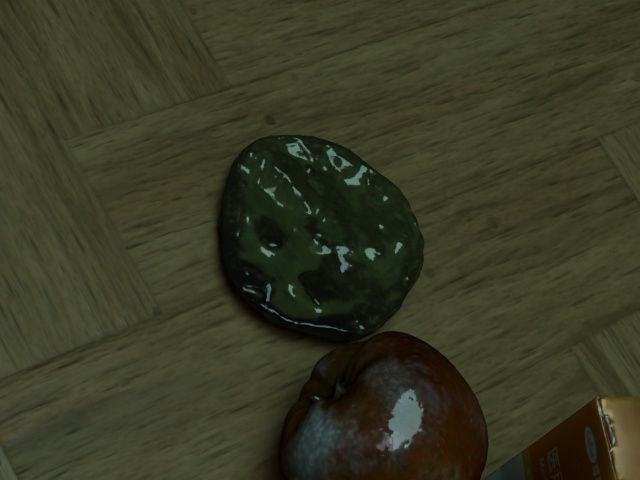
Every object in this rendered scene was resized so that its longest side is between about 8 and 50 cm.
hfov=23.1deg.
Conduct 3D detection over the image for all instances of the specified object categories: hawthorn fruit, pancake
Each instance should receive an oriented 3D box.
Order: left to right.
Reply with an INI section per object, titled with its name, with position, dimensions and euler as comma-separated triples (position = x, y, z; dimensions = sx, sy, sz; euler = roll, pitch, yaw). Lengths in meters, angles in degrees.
[pancake]
position = 0.000, 0.000, 1.957
dimensions = 0.294, 0.049, 0.294
euler = 12, 55, -18
[hawthorn fruit]
position = 0.076, 0.224, 1.771
dimensions = 0.263, 0.231, 0.235
euler = 36, 68, -50

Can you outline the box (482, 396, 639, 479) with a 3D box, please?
[box]
position = 0.301, 0.333, 1.729
dimensions = 0.143, 0.341, 0.225
euler = 5, 61, -23
